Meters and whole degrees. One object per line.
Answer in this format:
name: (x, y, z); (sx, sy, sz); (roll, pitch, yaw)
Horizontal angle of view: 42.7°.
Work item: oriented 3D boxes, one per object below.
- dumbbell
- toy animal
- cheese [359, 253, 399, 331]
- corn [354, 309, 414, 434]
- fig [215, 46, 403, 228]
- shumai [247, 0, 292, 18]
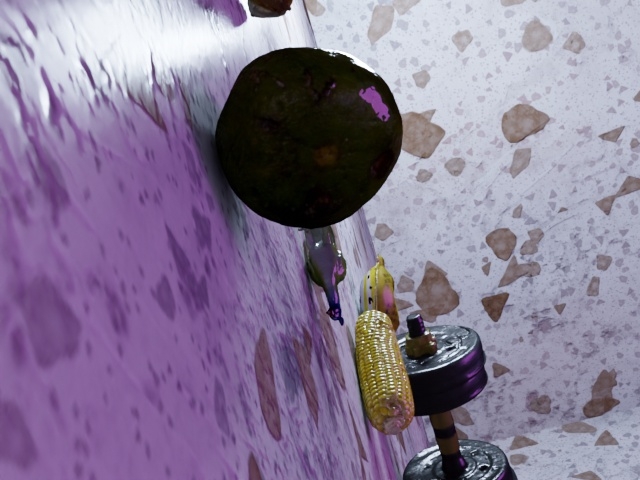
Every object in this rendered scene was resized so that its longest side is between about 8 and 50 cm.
dumbbell: (0.192, 0.292, 1.274); (0.185, 0.185, 0.388); (-83, 158, -75)
toy animal: (-0.004, -0.010, 0.878); (0.075, 0.041, 0.217); (71, 3, -45)
cheese: (0.104, 0.147, 1.401); (0.156, 0.064, 0.250); (56, 29, -71)
corn: (0.082, 0.173, 1.090); (0.206, 0.067, 0.067); (-98, 171, -51)
fig: (-0.015, -0.078, 0.563); (0.156, 0.123, 0.123); (-120, -169, -61)
shumai: (-0.045, -0.312, 0.940); (0.145, 0.146, 0.116); (53, 46, -75)
